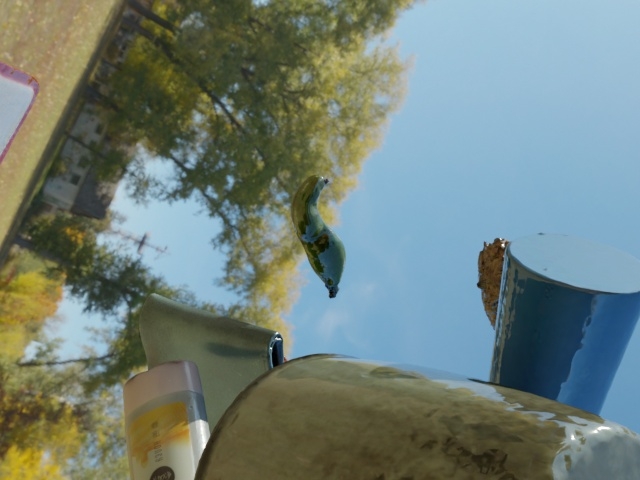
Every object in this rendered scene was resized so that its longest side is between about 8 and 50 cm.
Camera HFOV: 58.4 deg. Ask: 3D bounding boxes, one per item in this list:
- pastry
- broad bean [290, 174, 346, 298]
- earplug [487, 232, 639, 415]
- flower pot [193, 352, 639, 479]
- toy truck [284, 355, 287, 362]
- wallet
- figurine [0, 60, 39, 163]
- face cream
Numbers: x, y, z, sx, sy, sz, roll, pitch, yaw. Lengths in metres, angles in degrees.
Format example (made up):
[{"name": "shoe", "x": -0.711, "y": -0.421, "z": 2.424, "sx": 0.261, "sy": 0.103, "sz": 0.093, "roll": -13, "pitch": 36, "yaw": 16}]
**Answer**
[{"name": "pastry", "x": 0.473, "y": 0.115, "z": 1.324, "sx": 0.193, "sy": 0.275, "sz": 0.274, "roll": -18, "pitch": -135, "yaw": 21}, {"name": "broad bean", "x": 0.000, "y": 0.000, "z": 0.875, "sx": 0.048, "sy": 0.070, "sz": 0.213, "roll": 48, "pitch": -25, "yaw": 53}, {"name": "earplug", "x": 0.238, "y": 0.142, "z": 0.599, "sx": 0.132, "sy": 0.132, "sz": 0.272, "roll": -122, "pitch": -147, "yaw": -62}, {"name": "flower pot", "x": 0.086, "y": 0.238, "z": 0.463, "sx": 0.330, "sy": 0.294, "sz": 0.293, "roll": -18, "pitch": -129, "yaw": 56}, {"name": "toy truck", "x": -0.059, "y": 0.253, "z": 1.045, "sx": 0.083, "sy": 0.032, "sz": 0.024, "roll": 62, "pitch": -39, "yaw": 20}, {"name": "wallet", "x": -0.160, "y": 0.237, "z": 0.879, "sx": 0.251, "sy": 0.054, "sz": 0.290, "roll": 9, "pitch": -66, "yaw": 28}, {"name": "figurine", "x": -0.328, "y": -0.083, "z": 0.324, "sx": 0.183, "sy": 0.226, "sz": 0.160, "roll": -59, "pitch": -166, "yaw": 1}, {"name": "face cream", "x": -0.183, "y": 0.273, "z": 0.701, "sx": 0.107, "sy": 0.073, "sz": 0.269, "roll": -19, "pitch": -136, "yaw": -6}]
